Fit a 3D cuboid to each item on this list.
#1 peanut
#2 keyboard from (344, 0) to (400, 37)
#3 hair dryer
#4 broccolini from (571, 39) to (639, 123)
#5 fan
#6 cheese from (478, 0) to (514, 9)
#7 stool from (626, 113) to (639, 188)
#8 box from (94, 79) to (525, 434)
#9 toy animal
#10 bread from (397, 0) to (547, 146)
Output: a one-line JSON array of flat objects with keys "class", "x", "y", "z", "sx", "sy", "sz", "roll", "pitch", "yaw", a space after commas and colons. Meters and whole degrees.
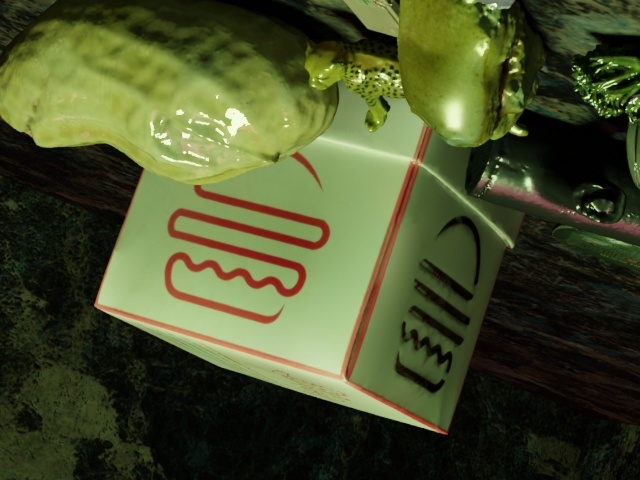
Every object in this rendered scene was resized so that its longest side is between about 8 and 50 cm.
[{"class": "peanut", "x": -0.146, "y": -0.154, "z": 1.566, "sx": 0.340, "sy": 0.174, "sz": 0.158, "roll": 20, "pitch": -144, "yaw": 19}, {"class": "keyboard", "x": 0.037, "y": -0.202, "z": 1.353, "sx": 0.055, "sy": 0.017, "sz": 0.166, "roll": 20, "pitch": 172, "yaw": 25}, {"class": "hair dryer", "x": 0.237, "y": -0.043, "z": 1.508, "sx": 0.197, "sy": 0.089, "sz": 0.251, "roll": 19, "pitch": -171, "yaw": -1}, {"class": "broccolini", "x": 0.276, "y": -0.119, "z": 1.231, "sx": 0.067, "sy": 0.058, "sz": 0.216, "roll": 29, "pitch": 166, "yaw": -36}, {"class": "fan", "x": 0.407, "y": 0.021, "z": 1.964, "sx": 0.223, "sy": 0.012, "sz": 0.294, "roll": 22, "pitch": 171, "yaw": -23}, {"class": "cheese", "x": 0.052, "y": -0.206, "z": 1.210, "sx": 0.191, "sy": 0.042, "sz": 0.105, "roll": 18, "pitch": 172, "yaw": 0}, {"class": "stool", "x": 0.303, "y": -0.077, "z": 1.324, "sx": 0.110, "sy": 0.096, "sz": 0.096, "roll": 7, "pitch": 166, "yaw": 33}, {"class": "box", "x": 0.000, "y": 0.000, "z": 1.731, "sx": 0.312, "sy": 0.300, "sz": 0.314, "roll": 15, "pitch": 171, "yaw": 27}, {"class": "toy animal", "x": 0.089, "y": -0.137, "z": 1.473, "sx": 0.181, "sy": 0.073, "sz": 0.136, "roll": 14, "pitch": 169, "yaw": 20}, {"class": "bread", "x": 0.109, "y": -0.135, "z": 1.326, "sx": 0.103, "sy": 0.110, "sz": 0.156, "roll": 19, "pitch": 172, "yaw": 35}]
